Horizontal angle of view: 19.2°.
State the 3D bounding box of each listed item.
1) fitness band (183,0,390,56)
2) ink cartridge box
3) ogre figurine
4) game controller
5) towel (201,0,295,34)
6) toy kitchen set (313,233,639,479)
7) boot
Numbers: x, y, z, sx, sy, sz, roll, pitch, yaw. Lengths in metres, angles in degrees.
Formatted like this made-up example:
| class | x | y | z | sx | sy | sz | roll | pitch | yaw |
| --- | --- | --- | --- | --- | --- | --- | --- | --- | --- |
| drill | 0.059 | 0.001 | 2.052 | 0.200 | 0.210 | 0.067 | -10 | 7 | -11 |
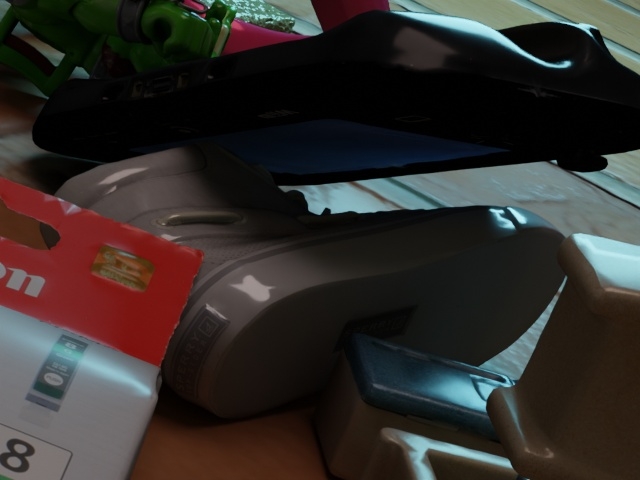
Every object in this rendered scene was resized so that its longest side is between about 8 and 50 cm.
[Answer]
| class | x | y | z | sx | sy | sz | roll | pitch | yaw |
| --- | --- | --- | --- | --- | --- | --- | --- | --- | --- |
| fitness band | -0.067 | -0.166 | 1.090 | 0.209 | 0.054 | 0.291 | 14 | -18 | 18 |
| ink cartridge box | -0.135 | 0.018 | 0.611 | 0.181 | 0.056 | 0.224 | 21 | 36 | -3 |
| ogre figurine | -0.113 | -0.117 | 1.029 | 0.118 | 0.096 | 0.197 | 22 | 17 | -3 |
| game controller | -0.002 | -0.054 | 0.854 | 0.166 | 0.067 | 0.319 | -3 | -1 | -34 |
| towel | -0.091 | -0.166 | 1.307 | 0.110 | 0.027 | 0.148 | 32 | 20 | 24 |
| toy kitchen set | 0.095 | 0.057 | 0.672 | 0.122 | 0.166 | 0.207 | 18 | 19 | -15 |
| boot | 0.000 | 0.000 | 0.832 | 0.123 | 0.095 | 0.258 | 42 | 26 | 29 |
